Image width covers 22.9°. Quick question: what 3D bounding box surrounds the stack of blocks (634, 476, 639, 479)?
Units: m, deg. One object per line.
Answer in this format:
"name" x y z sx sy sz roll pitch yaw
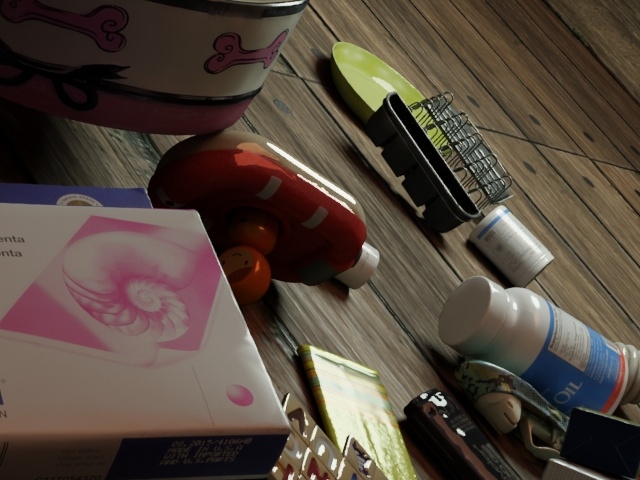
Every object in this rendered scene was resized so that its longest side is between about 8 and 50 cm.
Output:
"stack of blocks" 0.540 0.327 1.903 0.297 0.087 0.171 28 7 32

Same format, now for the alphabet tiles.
"alphabet tiles" 0.033 0.245 1.350 0.237 0.009 0.198 51 23 -14

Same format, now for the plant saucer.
"plant saucer" 0.100 -0.202 2.367 0.241 0.037 0.241 36 23 -18

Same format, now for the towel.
"towel" 0.041 0.197 1.533 0.102 0.021 0.237 22 29 -30

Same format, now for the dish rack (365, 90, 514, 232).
"dish rack" 0.186 -0.123 2.243 0.208 0.074 0.271 57 33 7

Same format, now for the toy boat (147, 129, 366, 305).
"toy boat" -0.072 -0.004 1.592 0.231 0.151 0.151 32 53 -26

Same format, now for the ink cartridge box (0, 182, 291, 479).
"ink cartridge box" -0.222 0.040 1.164 0.324 0.071 0.330 1 43 -30

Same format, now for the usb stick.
"usb stick" 0.190 0.267 1.623 0.278 0.045 0.077 49 28 16

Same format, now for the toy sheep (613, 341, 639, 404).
"toy sheep" 0.403 0.179 2.109 0.132 0.091 0.091 18 26 -10

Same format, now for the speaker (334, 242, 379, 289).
"speaker" 0.000 0.000 1.784 0.136 0.055 0.055 34 23 -22

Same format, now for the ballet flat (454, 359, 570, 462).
"ballet flat" 0.230 0.203 1.796 0.188 0.070 0.070 32 24 -18

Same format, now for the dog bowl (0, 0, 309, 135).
"dog bowl" -0.222 -0.233 1.553 0.408 0.150 0.408 15 19 -5

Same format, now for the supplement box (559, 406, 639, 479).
"supplement box" 0.307 0.216 1.689 0.083 0.056 0.083 16 -1 16

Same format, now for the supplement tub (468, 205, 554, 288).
"supplement tub" 0.266 0.010 2.209 0.107 0.071 0.071 46 21 8

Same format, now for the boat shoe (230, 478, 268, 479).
"boat shoe" -0.105 0.161 1.263 0.233 0.079 0.084 29 23 -35

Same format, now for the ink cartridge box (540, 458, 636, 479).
"ink cartridge box" 0.360 0.294 1.684 0.224 0.045 0.223 22 0 21

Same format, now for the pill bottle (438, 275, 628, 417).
"pill bottle" 0.249 0.132 1.875 0.221 0.124 0.124 31 24 -26
